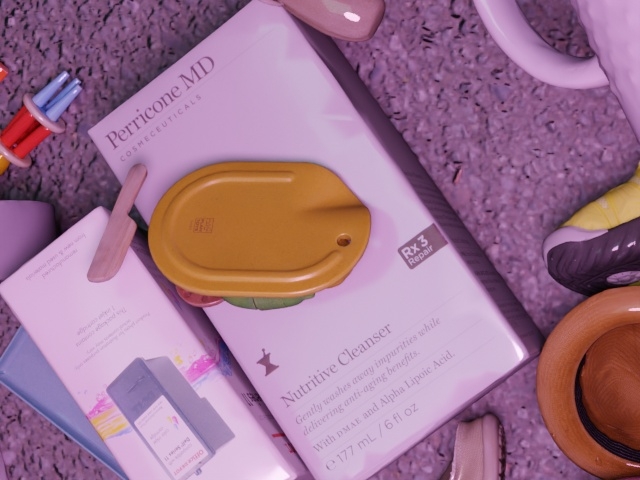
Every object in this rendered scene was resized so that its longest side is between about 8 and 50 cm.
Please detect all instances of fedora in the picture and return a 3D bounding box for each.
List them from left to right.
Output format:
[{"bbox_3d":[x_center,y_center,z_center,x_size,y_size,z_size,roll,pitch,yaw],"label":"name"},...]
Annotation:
[{"bbox_3d":[0.273,0.114,1.193,0.194,0.079,0.194,6,116,12],"label":"fedora"}]

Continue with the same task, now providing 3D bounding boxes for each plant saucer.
[{"bbox_3d":[-0.230,0.159,1.380,0.192,0.018,0.067,35,99,12],"label":"plant saucer"}]

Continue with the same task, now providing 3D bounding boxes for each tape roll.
[{"bbox_3d":[-0.352,0.012,1.312,0.219,0.219,0.072,-8,87,16],"label":"tape roll"}]

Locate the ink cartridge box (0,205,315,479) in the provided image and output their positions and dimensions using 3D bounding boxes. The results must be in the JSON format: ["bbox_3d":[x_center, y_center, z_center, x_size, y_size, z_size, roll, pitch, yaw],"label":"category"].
[{"bbox_3d":[-0.109,0.154,1.242,0.119,0.207,0.353,-37,80,2],"label":"ink cartridge box"}]

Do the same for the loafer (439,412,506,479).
[{"bbox_3d":[0.096,0.275,1.243,0.092,0.102,0.268,16,94,10],"label":"loafer"}]

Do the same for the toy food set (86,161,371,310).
[{"bbox_3d":[-0.065,0.005,1.153,0.218,0.071,0.128,2,57,10],"label":"toy food set"}]

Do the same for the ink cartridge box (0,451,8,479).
[{"bbox_3d":[-0.499,0.230,1.264,0.279,0.385,0.160,-19,84,15],"label":"ink cartridge box"}]

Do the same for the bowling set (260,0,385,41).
[{"bbox_3d":[0.039,-0.326,1.165,0.154,0.200,0.287,27,54,9],"label":"bowling set"}]

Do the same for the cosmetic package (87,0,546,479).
[{"bbox_3d":[0.000,0.000,1.244,0.217,0.156,0.385,-39,80,12],"label":"cosmetic package"}]

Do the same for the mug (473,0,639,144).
[{"bbox_3d":[0.250,-0.245,1.006,0.374,0.276,0.328,-26,89,46],"label":"mug"}]

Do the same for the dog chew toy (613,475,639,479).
[{"bbox_3d":[0.335,0.327,1.131,0.332,0.206,0.206,25,96,7],"label":"dog chew toy"}]

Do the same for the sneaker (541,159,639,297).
[{"bbox_3d":[0.357,-0.071,1.173,0.385,0.145,0.147,-26,62,12],"label":"sneaker"}]

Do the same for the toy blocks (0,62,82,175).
[{"bbox_3d":[-0.310,-0.130,1.386,0.148,0.054,0.123,-43,79,11],"label":"toy blocks"}]
